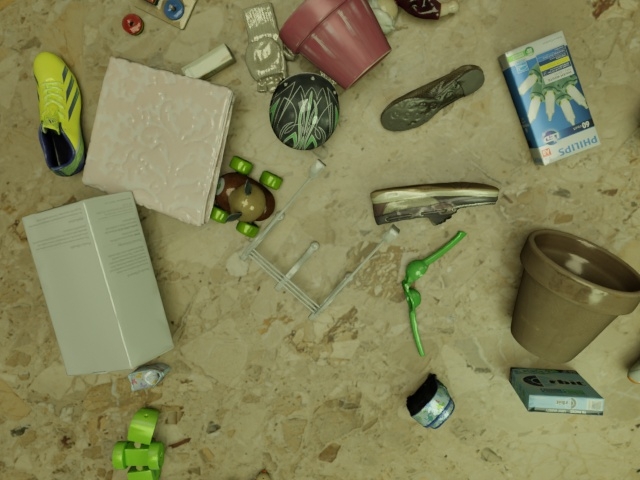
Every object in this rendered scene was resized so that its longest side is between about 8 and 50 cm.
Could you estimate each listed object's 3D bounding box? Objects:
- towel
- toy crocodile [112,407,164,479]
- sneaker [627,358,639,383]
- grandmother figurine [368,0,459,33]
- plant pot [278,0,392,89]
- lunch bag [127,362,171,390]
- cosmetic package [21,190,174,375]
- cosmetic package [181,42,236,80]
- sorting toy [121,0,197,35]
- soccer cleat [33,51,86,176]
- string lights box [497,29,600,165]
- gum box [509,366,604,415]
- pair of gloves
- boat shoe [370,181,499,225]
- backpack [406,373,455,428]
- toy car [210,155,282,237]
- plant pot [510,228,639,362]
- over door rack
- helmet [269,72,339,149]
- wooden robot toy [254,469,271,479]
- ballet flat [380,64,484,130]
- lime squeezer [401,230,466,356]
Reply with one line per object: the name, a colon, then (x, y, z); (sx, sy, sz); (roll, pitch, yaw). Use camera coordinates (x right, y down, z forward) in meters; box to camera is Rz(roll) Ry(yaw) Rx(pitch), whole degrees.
towel: (-0.368, -0.228, 1.504); (0.331, 0.053, 0.317); (20, 101, 16)
toy crocodile: (-0.429, 0.578, 1.620); (0.115, 0.105, 0.341); (-2, 101, 4)
sneaker: (0.783, 0.213, 1.503); (0.262, 0.099, 0.121); (-41, 85, -1)
grandmother figurine: (0.223, -0.573, 1.444); (0.342, 0.104, 0.208); (-39, 94, 10)
plant pot: (0.044, -0.424, 1.382); (0.201, 0.201, 0.180); (-39, 95, 7)
lunch bag: (-0.409, 0.327, 1.597); (0.083, 0.071, 0.053); (-15, 94, 5)
cosmetic package: (-0.502, 0.099, 1.506); (0.217, 0.156, 0.385); (-9, 99, 29)
cosmetic package: (-0.253, -0.400, 1.512); (0.115, 0.060, 0.041); (-28, 95, 8)
sorting toy: (-0.343, -0.579, 1.504); (0.132, 0.046, 0.275); (27, 97, 0)
soccer cleat: (-0.603, -0.290, 1.515); (0.093, 0.121, 0.289); (-9, 95, 5)
string lights box: (0.502, -0.309, 1.462); (0.133, 0.077, 0.260); (-21, 95, 5)
gum box: (0.520, 0.333, 1.479); (0.156, 0.184, 0.041); (2, 97, 4)
pair of gloves: (-0.056, -0.444, 1.503); (0.240, 0.042, 0.204); (-5, 96, 5)
boat shoe: (0.257, -0.080, 1.497); (0.285, 0.103, 0.092); (-3, 101, 8)
backpack: (0.259, 0.382, 1.537); (0.084, 0.114, 0.105); (42, 97, -1)
toy car: (-0.178, -0.092, 1.474); (0.149, 0.188, 0.155); (26, 97, -1)
plant pot: (0.529, 0.136, 1.442); (0.263, 0.263, 0.229); (20, 114, 1)
over door rack: (0.000, 0.000, 1.501); (0.239, 0.108, 0.324); (41, 118, -1)
helmet: (-0.035, -0.282, 1.446); (0.169, 0.161, 0.170); (-2, 108, -7)
wooden robot toy: (-0.152, 0.605, 1.627); (0.173, 0.076, 0.079); (7, 62, 3)
ballet flat: (0.248, -0.325, 1.493); (0.249, 0.058, 0.084); (-28, 129, 12)
lime squeezer: (0.238, 0.114, 1.549); (0.109, 0.059, 0.310); (14, 97, -28)
